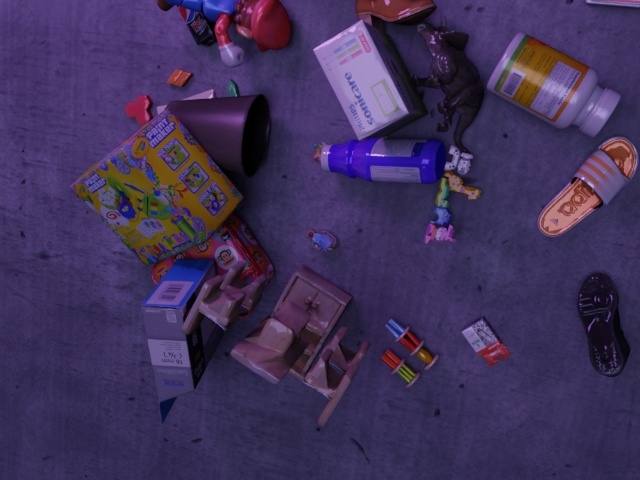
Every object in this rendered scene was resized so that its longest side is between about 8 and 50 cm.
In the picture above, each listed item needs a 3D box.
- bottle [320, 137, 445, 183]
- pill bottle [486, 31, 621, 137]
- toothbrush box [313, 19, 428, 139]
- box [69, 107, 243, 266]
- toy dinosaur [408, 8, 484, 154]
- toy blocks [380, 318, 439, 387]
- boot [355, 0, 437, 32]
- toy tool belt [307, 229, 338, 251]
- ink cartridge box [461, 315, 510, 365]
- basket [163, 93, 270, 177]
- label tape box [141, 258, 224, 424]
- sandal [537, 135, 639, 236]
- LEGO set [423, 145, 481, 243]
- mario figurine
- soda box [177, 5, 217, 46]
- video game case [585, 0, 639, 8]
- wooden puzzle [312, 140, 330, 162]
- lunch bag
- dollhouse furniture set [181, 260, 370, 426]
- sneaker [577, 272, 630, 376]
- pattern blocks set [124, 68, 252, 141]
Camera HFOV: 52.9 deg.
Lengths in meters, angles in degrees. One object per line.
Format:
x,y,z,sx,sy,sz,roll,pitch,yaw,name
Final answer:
0.141,-0.187,1.494,0.283,0.118,0.092,4,121,23,bottle
0.488,-0.319,1.346,0.246,0.136,0.136,32,109,9,pill bottle
0.119,-0.336,1.386,0.122,0.283,0.206,-26,91,21,toothbrush box
-0.398,-0.117,1.557,0.290,0.177,0.279,-18,119,45,box
0.300,-0.338,1.408,0.160,0.121,0.313,-37,105,-17,toy dinosaur
0.201,0.277,1.605,0.148,0.054,0.123,43,110,6,toy blocks
0.158,-0.551,1.425,0.197,0.073,0.152,-5,94,34,boot
0.000,0.000,1.616,0.083,0.051,0.052,28,108,11,toy tool belt
0.399,0.247,1.547,0.063,0.029,0.115,-36,88,21,ink cartridge box
-0.260,-0.269,1.571,0.227,0.154,0.204,10,83,16,basket
-0.321,0.244,1.567,0.106,0.240,0.333,1,115,9,label tape box
0.581,-0.103,1.391,0.102,0.076,0.265,41,110,6,sandal
0.316,-0.095,1.479,0.093,0.087,0.227,16,99,11,LEGO set
-0.221,-0.539,1.538,0.321,0.170,0.198,27,116,0,mario figurine
-0.312,-0.570,1.597,0.053,0.060,0.169,-27,92,22,soda box
0.667,-0.615,1.287,0.204,0.025,0.285,11,105,16,video game case
0.012,-0.214,1.593,0.083,0.006,0.049,32,109,10,wooden puzzle
-0.275,0.099,1.697,0.293,0.120,0.258,-35,93,23,lunch bag
-0.096,0.247,1.511,0.362,0.394,0.256,32,109,7,dollhouse furniture set
0.634,0.192,1.439,0.087,0.130,0.227,-13,69,25,sneaker
-0.341,-0.302,1.680,0.325,0.026,0.285,-22,94,20,pattern blocks set
